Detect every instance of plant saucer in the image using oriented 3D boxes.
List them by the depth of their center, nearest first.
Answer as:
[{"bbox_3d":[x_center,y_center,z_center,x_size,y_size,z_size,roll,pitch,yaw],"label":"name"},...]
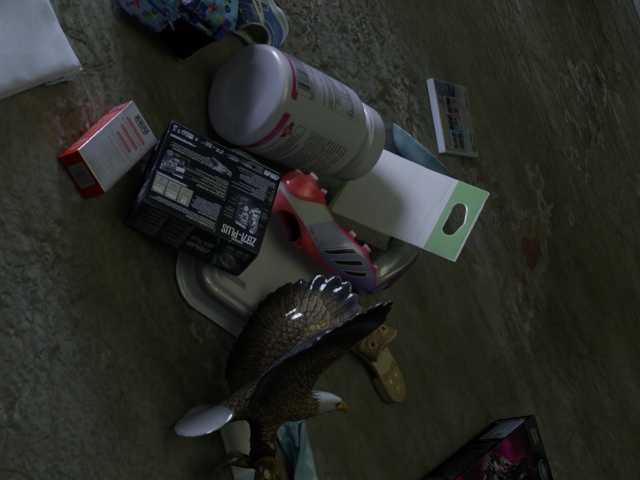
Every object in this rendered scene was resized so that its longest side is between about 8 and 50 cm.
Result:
[{"bbox_3d":[0.195,-0.141,2.220,0.195,0.037,0.195,42,3,-2],"label":"plant saucer"}]

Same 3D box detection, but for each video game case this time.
[{"bbox_3d":[0.274,-0.251,2.456,0.143,0.019,0.157,2,77,-54],"label":"video game case"}]

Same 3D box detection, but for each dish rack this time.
[{"bbox_3d":[-0.071,0.028,1.830,0.333,0.072,0.285,38,49,-39],"label":"dish rack"}]

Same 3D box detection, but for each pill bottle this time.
[{"bbox_3d":[-0.030,-0.193,1.889,0.283,0.160,0.160,20,62,-50],"label":"pill bottle"}]

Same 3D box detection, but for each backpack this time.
[{"bbox_3d":[-0.215,-0.377,1.740,0.173,0.117,0.158,32,52,-41],"label":"backpack"}]

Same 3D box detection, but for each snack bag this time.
[{"bbox_3d":[-0.459,-0.319,1.449,0.323,0.037,0.342,-36,107,-54],"label":"snack bag"}]

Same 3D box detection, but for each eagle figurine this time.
[{"bbox_3d":[-0.039,0.187,1.637,0.225,0.226,0.298,8,101,-64],"label":"eagle figurine"}]

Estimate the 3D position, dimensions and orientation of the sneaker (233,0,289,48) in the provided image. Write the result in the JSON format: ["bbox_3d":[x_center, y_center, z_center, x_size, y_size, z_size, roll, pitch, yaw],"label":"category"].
[{"bbox_3d":[-0.122,-0.386,1.902,0.211,0.080,0.081,51,38,-29],"label":"sneaker"}]

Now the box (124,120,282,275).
[{"bbox_3d":[-0.162,-0.058,1.667,0.180,0.077,0.147,25,54,-16],"label":"box"}]

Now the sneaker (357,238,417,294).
[{"bbox_3d":[0.111,-0.021,2.094,0.152,0.114,0.305,42,44,-8],"label":"sneaker"}]

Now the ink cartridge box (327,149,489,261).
[{"bbox_3d":[0.146,-0.055,2.016,0.171,0.235,0.056,-59,168,-34],"label":"ink cartridge box"}]

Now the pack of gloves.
[{"bbox_3d":[-0.052,0.349,1.756,0.195,0.046,0.232,-11,87,-56],"label":"pack of gloves"}]

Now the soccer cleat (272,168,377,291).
[{"bbox_3d":[0.000,0.000,1.824,0.095,0.083,0.248,-46,123,-18],"label":"soccer cleat"}]

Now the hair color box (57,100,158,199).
[{"bbox_3d":[-0.286,-0.123,1.608,0.072,0.043,0.141,60,38,-20],"label":"hair color box"}]

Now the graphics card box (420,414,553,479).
[{"bbox_3d":[0.316,0.488,2.173,0.371,0.094,0.232,-19,93,-56],"label":"graphics card box"}]

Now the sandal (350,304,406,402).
[{"bbox_3d":[0.102,0.172,2.005,0.240,0.079,0.088,59,38,-22],"label":"sandal"}]
